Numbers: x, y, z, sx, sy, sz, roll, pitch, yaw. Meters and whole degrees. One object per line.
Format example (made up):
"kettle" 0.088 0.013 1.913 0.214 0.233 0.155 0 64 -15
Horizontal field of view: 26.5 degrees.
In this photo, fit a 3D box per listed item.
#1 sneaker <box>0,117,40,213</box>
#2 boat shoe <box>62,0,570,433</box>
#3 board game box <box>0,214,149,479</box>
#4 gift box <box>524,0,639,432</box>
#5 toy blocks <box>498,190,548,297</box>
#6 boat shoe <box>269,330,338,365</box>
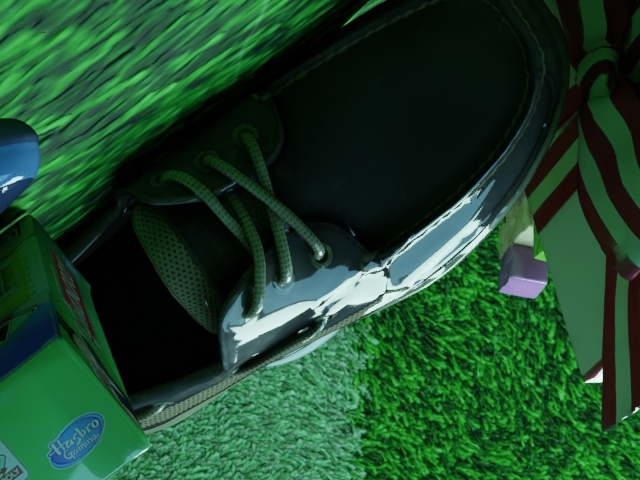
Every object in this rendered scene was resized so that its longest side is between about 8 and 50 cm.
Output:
"sneaker" -0.132 0.020 0.391 0.144 0.059 0.053 -39 175 5
"boat shoe" -0.031 0.006 0.659 0.355 0.132 0.130 -40 176 25
"board game box" -0.209 0.118 0.462 0.317 0.046 0.213 -37 -164 -5
"gift box" 0.229 -0.057 0.699 0.258 0.255 0.276 2 143 -22
"toy blocks" 0.268 -0.103 1.409 0.288 0.309 0.260 123 -24 -57
"boat shoe" 0.000 0.000 1.283 0.335 0.121 0.119 -51 163 28
